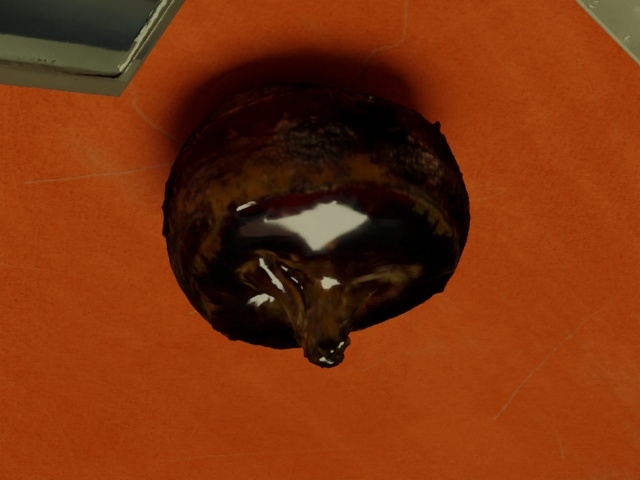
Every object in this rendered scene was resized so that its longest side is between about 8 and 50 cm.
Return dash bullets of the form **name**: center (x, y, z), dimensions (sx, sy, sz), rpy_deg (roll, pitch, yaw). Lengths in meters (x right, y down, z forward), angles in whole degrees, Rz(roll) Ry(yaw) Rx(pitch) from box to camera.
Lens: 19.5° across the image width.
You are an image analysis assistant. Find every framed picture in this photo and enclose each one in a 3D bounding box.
- **framed picture**: center (-0.201, -0.259, 1.484), dimensions (0.326, 0.028, 0.446), rpy_deg (-53, 160, 18)

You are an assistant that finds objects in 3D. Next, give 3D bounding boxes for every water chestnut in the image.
- **water chestnut**: center (0.000, 0.000, 1.999), dimensions (0.351, 0.302, 0.350), rpy_deg (-6, 141, -5)

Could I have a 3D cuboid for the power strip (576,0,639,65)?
- **power strip**: center (0.323, -0.272, 1.947), dimensions (0.106, 0.043, 0.367), rpy_deg (-30, 143, 22)
